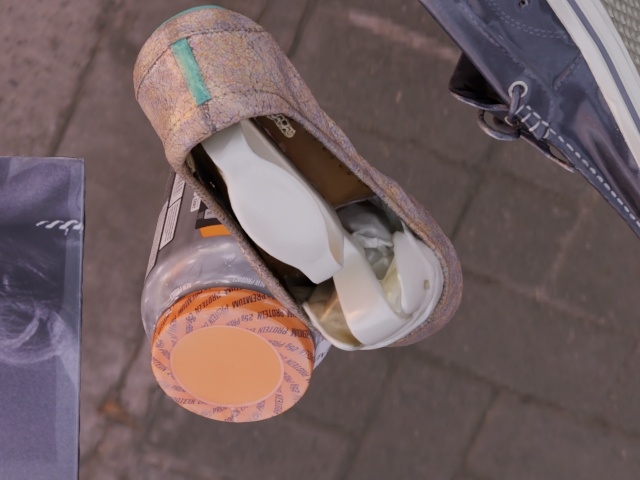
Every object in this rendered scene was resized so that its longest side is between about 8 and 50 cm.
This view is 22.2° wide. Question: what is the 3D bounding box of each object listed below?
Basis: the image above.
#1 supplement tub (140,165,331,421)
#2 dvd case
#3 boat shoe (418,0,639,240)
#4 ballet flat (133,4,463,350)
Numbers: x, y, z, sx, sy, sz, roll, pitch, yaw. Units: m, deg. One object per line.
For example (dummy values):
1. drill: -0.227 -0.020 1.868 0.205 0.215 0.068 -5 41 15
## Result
1. supplement tub: -0.072 0.017 1.629 0.194 0.316 0.193 2 131 3
2. dvd case: -0.208 0.044 0.662 0.221 0.018 0.164 1 80 -7
3. boat shoe: 0.193 -0.157 1.369 0.156 0.187 0.500 -26 114 28
4. ballet flat: 0.000 0.000 0.924 0.107 0.106 0.316 -36 134 11
